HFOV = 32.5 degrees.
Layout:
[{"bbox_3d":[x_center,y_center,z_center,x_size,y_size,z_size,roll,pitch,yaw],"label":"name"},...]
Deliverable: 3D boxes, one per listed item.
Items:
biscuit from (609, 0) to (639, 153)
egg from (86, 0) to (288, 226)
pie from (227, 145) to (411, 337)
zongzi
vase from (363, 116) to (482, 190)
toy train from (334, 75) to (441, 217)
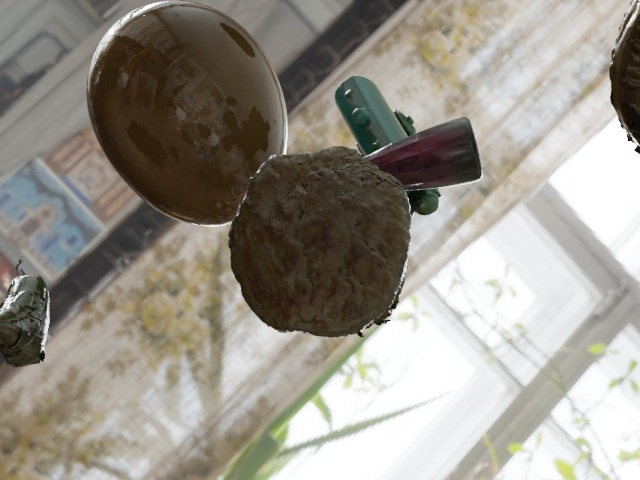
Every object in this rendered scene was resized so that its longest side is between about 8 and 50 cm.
[{"bbox_3d":[0.414,-0.191,1.139,0.259,0.259,0.079,54,3,-31],"label":"biscuit"},{"bbox_3d":[-0.204,-0.201,1.742,0.374,0.301,0.301,55,-14,5],"label":"egg"},{"bbox_3d":[0.000,0.000,0.993,0.163,0.193,0.079,18,-27,-6],"label":"pie"},{"bbox_3d":[-0.366,0.062,1.325,0.062,0.154,0.130,-5,-31,7],"label":"zongzi"},{"bbox_3d":[0.098,-0.095,1.431,0.086,0.214,0.086,-13,90,-86],"label":"vase"},{"bbox_3d":[0.095,-0.139,1.590,0.159,0.101,0.248,43,14,-39],"label":"toy train"}]
